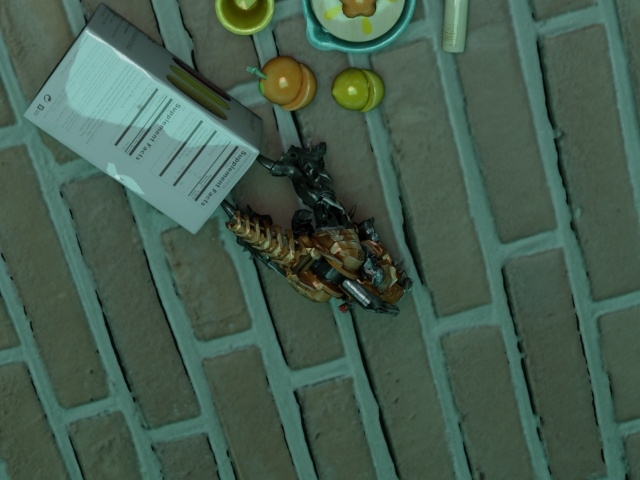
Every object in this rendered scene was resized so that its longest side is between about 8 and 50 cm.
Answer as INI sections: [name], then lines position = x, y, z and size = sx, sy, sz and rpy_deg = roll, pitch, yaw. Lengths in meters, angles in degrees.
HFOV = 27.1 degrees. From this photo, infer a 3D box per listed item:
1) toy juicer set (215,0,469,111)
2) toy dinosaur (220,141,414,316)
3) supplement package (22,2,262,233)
[toy juicer set]
position = 0.057, -0.255, 1.566
size = 0.329, 0.089, 0.209
rpy_deg = -18, 110, 5
[toy dinosaur]
position = 0.000, 0.000, 1.588
size = 0.164, 0.218, 0.322
rpy_deg = -38, 150, -3
[supplement package]
position = -0.204, -0.145, 1.577
size = 0.244, 0.139, 0.134
rpy_deg = 35, 108, -15
